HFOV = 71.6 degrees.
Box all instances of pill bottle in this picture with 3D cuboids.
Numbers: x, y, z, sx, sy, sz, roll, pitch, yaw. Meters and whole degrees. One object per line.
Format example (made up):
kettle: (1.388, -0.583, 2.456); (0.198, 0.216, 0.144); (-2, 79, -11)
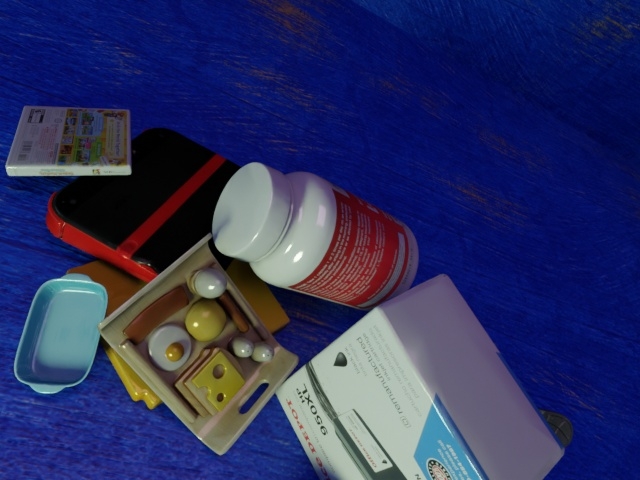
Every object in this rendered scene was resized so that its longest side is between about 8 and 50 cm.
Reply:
pill bottle: (0.000, 0.000, 0.904); (0.407, 0.229, 0.229); (22, 45, -42)

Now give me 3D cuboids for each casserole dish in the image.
casserole dish: (-0.408, 0.147, 0.712); (0.114, 0.037, 0.188); (6, 68, -7)

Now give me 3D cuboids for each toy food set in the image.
toy food set: (-0.179, 0.171, 0.739); (0.220, 0.092, 0.306); (-46, 116, -33)

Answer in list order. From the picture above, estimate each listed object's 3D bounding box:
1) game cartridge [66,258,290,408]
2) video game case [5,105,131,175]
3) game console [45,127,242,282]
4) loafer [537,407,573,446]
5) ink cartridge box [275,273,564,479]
game cartridge: (-0.260, 0.119, 0.855); (0.323, 0.053, 0.285); (-25, 73, -39)
video game case: (-0.495, -0.205, 0.899); (0.206, 0.026, 0.227); (-4, 44, -20)
game console: (-0.304, -0.076, 0.923); (0.342, 0.060, 0.386); (29, 43, -2)
loafer: (0.450, 0.417, 1.061); (0.302, 0.095, 0.109); (23, 78, -10)
ink cartridge box: (0.117, 0.283, 0.726); (0.166, 0.395, 0.285); (-17, 67, -37)
